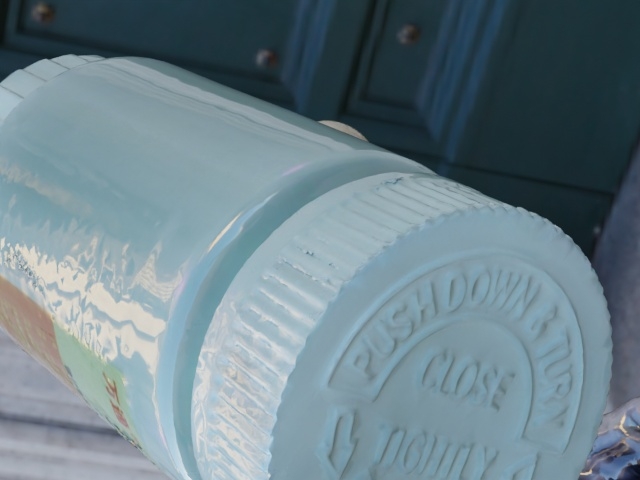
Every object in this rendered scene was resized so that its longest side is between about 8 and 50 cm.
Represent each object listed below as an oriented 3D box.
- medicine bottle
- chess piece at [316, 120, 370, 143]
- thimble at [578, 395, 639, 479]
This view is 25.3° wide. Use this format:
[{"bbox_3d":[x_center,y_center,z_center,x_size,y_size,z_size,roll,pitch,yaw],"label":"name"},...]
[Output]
[{"bbox_3d":[-0.042,0.017,0.613,0.318,0.158,0.158,28,111,50],"label":"medicine bottle"},{"bbox_3d":[0.000,0.000,0.934,0.094,0.094,0.170,113,166,-54],"label":"chess piece"},{"bbox_3d":[0.219,0.222,0.805,0.217,0.157,0.245,-31,33,26],"label":"thimble"}]
